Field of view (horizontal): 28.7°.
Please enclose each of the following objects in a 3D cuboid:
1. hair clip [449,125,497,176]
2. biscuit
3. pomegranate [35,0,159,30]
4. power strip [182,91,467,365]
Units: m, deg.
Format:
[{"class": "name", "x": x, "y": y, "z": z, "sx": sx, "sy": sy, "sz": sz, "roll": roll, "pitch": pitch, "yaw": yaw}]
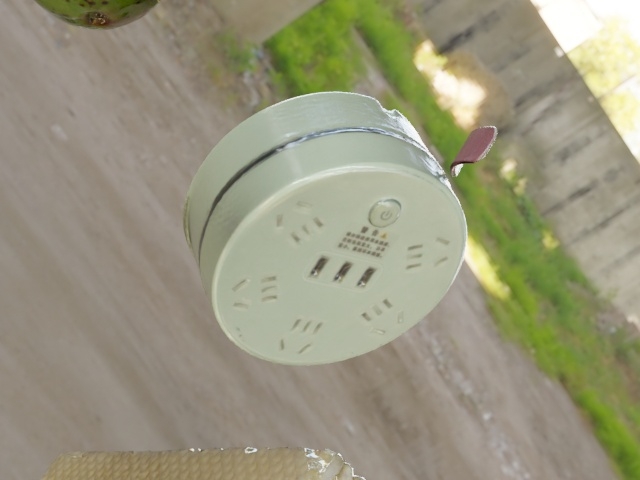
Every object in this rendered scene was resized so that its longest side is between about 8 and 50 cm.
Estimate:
[{"class": "hair clip", "x": 0.185, "y": -0.110, "z": 1.553, "sx": 0.022, "sy": 0.054, "sz": 0.137, "roll": 33, "pitch": -8, "yaw": -4}, {"class": "biscuit", "x": -0.132, "y": 0.244, "z": 1.025, "sx": 0.078, "sy": 0.426, "sz": 0.144, "roll": 46, "pitch": 58, "yaw": -24}, {"class": "pomegranate", "x": -0.262, "y": -0.362, "z": 1.467, "sx": 0.181, "sy": 0.181, "sz": 0.224, "roll": 28, "pitch": 64, "yaw": -67}, {"class": "power strip", "x": 0.000, "y": 0.000, "z": 1.585, "sx": 0.357, "sy": 0.357, "sz": 0.161, "roll": 45, "pitch": 14, "yaw": -44}]
